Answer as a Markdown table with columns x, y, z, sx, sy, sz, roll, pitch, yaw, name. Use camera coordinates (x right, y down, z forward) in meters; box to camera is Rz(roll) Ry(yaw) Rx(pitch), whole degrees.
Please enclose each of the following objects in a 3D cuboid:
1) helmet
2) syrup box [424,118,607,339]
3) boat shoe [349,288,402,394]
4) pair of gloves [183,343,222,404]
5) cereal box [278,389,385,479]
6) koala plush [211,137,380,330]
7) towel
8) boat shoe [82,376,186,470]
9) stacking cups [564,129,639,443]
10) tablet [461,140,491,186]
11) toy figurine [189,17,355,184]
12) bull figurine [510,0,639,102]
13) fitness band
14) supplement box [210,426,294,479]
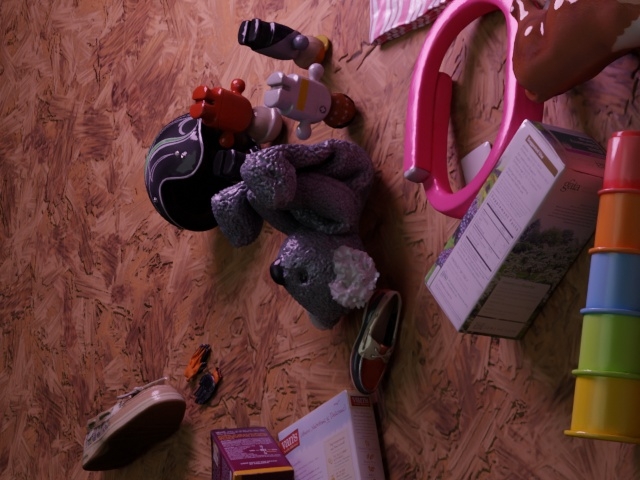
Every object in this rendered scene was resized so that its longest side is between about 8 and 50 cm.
| x | y | z | sx | sy | sz | roll | pitch | yaw | name |
| --- | --- | --- | --- | --- | --- | --- | --- | --- | --- |
| -0.180 | -0.103 | 2.226 | 0.161 | 0.169 | 0.169 | -35 | 54 | 36 | helmet |
| 0.223 | -0.009 | 1.671 | 0.236 | 0.093 | 0.096 | -61 | 38 | 27 | syrup box |
| 0.073 | 0.127 | 1.900 | 0.043 | 0.049 | 0.137 | 2 | 78 | 59 | boat shoe |
| -0.176 | 0.201 | 2.278 | 0.074 | 0.010 | 0.083 | -56 | 44 | 30 | pair of gloves |
| 0.020 | 0.330 | 1.925 | 0.173 | 0.047 | 0.240 | -38 | 52 | 48 | cereal box |
| 0.000 | 0.000 | 1.939 | 0.196 | 0.203 | 0.221 | -45 | 61 | 62 | koala plush |
| 0.120 | -0.346 | 1.959 | 0.197 | 0.029 | 0.144 | -18 | 67 | 53 | towel |
| -0.302 | 0.277 | 2.360 | 0.285 | 0.105 | 0.089 | -39 | 55 | 46 | boat shoe |
| 0.313 | 0.047 | 1.533 | 0.096 | 0.096 | 0.316 | 1 | 81 | 56 | stacking cups |
| 0.191 | -0.071 | 1.810 | 0.054 | 0.006 | 0.083 | -37 | 53 | 46 | tablet |
| -0.059 | -0.180 | 2.090 | 0.209 | 0.148 | 0.213 | -53 | 40 | 26 | toy figurine |
| 0.303 | -0.255 | 1.544 | 0.310 | 0.101 | 0.188 | -28 | 53 | 49 | bull figurine |
| 0.180 | -0.167 | 1.779 | 0.209 | 0.054 | 0.290 | -28 | 50 | 52 | fitness band |
| -0.091 | 0.323 | 1.999 | 0.188 | 0.081 | 0.104 | -142 | 50 | -73 | supplement box |
